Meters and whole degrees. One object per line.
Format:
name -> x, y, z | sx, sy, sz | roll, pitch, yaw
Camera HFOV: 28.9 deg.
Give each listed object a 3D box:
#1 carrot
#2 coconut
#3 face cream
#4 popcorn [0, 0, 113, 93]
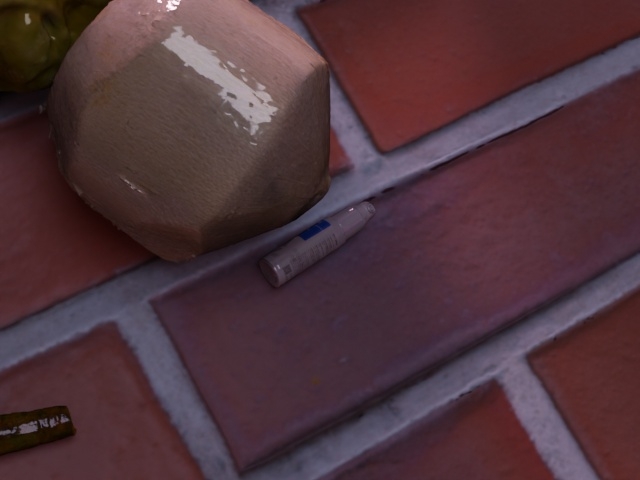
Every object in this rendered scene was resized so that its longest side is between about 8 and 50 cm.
carrot -> -0.297, 0.170, 1.074 | 0.171, 0.042, 0.042 | -9, 74, -20
coconut -> -0.106, -0.102, 1.128 | 0.247, 0.245, 0.245 | 41, 64, -1
face cream -> 0.000, 0.000, 1.231 | 0.130, 0.034, 0.034 | -32, 83, -24
popcorn -> -0.280, -0.243, 1.133 | 0.250, 0.242, 0.234 | 2, 61, -30
